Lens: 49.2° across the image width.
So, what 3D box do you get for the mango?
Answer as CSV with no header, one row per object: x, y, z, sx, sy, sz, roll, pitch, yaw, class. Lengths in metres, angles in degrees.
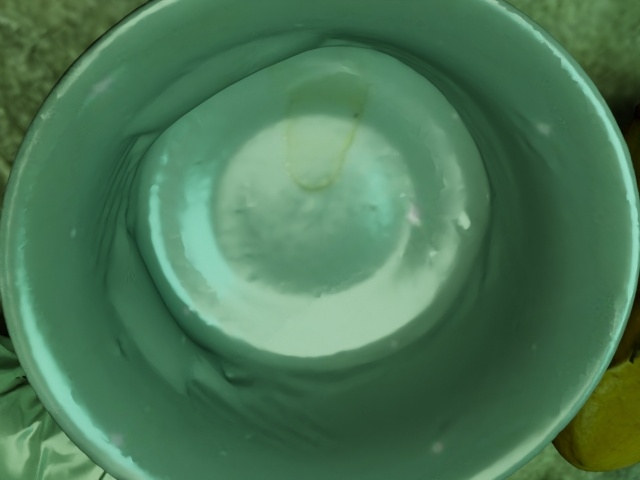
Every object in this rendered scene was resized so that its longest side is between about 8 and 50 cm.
0.231,0.052,0.486,0.138,0.187,0.257,14,130,4,mango

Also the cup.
0.000,0.000,0.449,0.347,0.163,0.347,-1,114,-3,cup

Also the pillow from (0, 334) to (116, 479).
-0.180,0.215,0.540,0.309,0.138,0.284,17,110,-8,pillow
